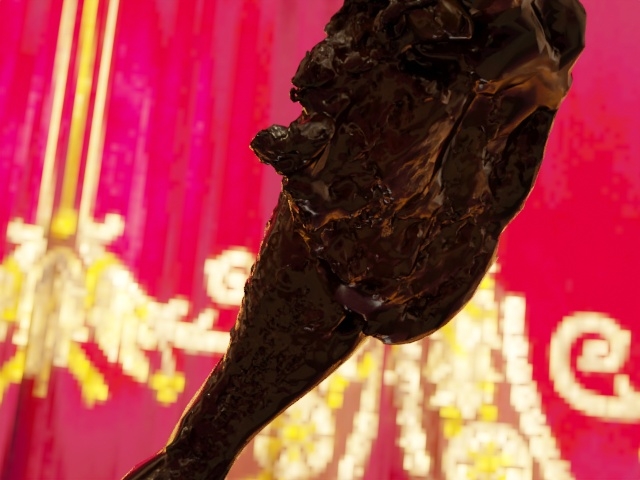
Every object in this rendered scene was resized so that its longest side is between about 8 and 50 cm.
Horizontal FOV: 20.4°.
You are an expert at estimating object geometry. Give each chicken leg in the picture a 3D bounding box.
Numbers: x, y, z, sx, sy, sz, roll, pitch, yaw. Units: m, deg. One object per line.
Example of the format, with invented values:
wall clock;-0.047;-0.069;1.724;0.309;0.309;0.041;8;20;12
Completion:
chicken leg;0.005;-0.003;0.447;0.093;0.053;0.205;-23;-39;-42
